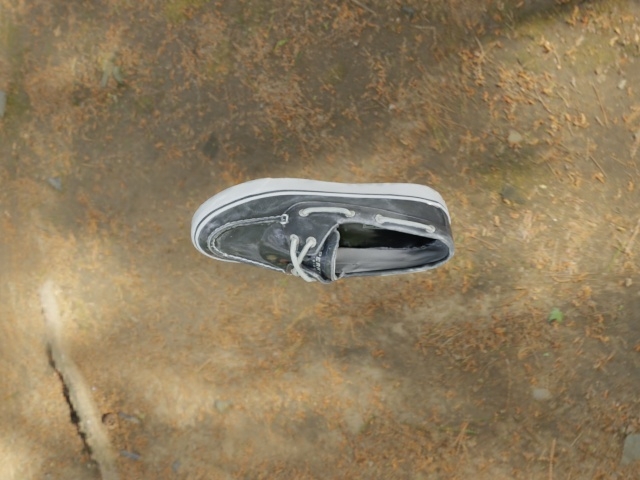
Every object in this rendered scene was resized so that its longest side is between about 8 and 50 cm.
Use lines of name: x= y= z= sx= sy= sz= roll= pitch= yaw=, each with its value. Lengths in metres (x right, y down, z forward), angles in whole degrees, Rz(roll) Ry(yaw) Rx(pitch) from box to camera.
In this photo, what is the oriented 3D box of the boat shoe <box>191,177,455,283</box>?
boat shoe: x=0.000 y=0.000 z=0.727 sx=0.302 sy=0.102 sz=0.108 roll=0 pitch=129 yaw=-2
